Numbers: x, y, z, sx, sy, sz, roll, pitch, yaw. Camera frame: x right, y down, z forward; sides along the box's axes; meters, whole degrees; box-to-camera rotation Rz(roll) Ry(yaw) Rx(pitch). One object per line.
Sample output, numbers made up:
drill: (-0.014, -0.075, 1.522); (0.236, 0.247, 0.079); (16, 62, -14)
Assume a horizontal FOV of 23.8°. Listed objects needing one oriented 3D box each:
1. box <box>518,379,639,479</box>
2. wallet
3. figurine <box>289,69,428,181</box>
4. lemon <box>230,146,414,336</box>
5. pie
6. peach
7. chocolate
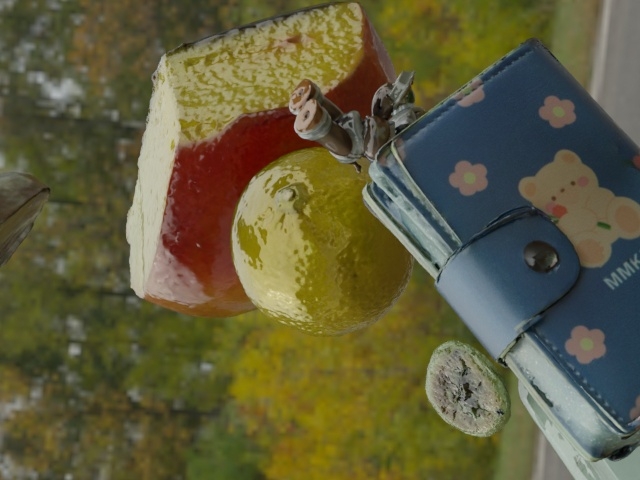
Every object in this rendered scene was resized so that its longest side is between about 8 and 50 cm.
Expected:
box: (0.285, 0.146, 1.120); (0.175, 0.182, 0.312); (-67, 27, 23)
wallet: (0.130, 0.004, 0.790); (0.202, 0.141, 0.059); (49, 163, 15)
figurine: (0.066, -0.080, 1.269); (0.197, 0.093, 0.147); (34, -147, -39)
lemon: (0.000, 0.000, 1.438); (0.203, 0.178, 0.178); (53, -142, -58)
pie: (0.115, 0.117, 1.190); (0.021, 0.084, 0.084); (-31, -44, -41)
peach: (-0.052, -0.080, 1.701); (0.242, 0.306, 0.380); (-116, 37, -45)
chocolate: (-0.370, 0.011, 1.473); (0.157, 0.080, 0.254); (-52, -1, 35)
